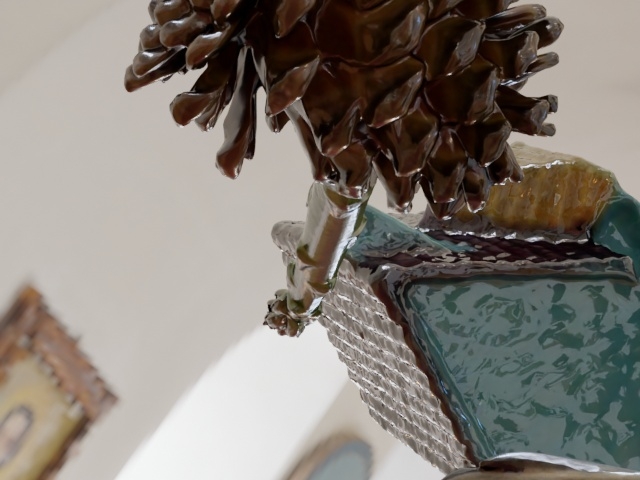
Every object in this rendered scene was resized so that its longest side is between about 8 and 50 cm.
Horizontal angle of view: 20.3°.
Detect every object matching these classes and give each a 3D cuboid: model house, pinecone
[{"bbox_3d":[0.094,0.023,1.138,0.248,0.230,0.280,34,-5,-17],"label":"model house"},{"bbox_3d":[0.008,-0.053,0.443,0.109,0.102,0.102,35,-13,13],"label":"pinecone"}]

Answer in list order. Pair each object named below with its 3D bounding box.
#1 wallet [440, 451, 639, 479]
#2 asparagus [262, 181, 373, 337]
[{"bbox_3d":[0.151,0.138,0.641,0.170,0.069,0.231,6,-21,35],"label":"wallet"},{"bbox_3d":[0.000,0.000,0.613,0.024,0.025,0.248,27,-19,2],"label":"asparagus"}]
